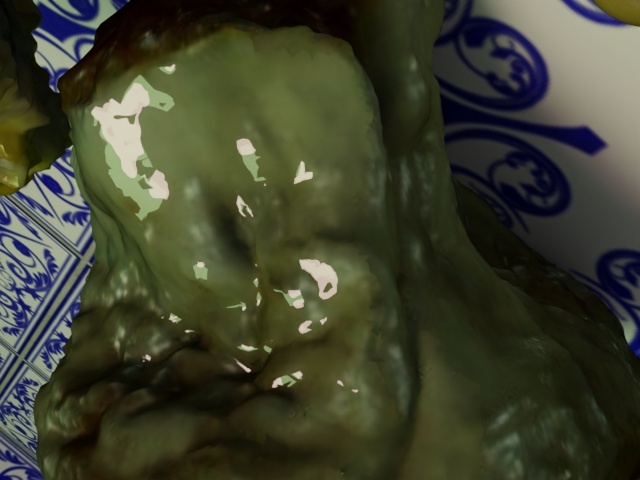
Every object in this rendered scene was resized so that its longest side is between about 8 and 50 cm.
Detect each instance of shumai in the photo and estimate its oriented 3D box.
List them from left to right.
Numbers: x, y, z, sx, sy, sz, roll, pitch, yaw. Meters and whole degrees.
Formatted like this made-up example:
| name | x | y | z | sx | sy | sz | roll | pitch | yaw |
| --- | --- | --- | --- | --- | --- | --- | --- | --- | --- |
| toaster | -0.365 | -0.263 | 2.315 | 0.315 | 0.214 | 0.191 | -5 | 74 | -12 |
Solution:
| name | x | y | z | sx | sy | sz | roll | pitch | yaw |
| --- | --- | --- | --- | --- | --- | --- | --- | --- | --- |
| shumai | 0.000 | 0.000 | 0.663 | 0.324 | 0.397 | 0.323 | -6 | 101 | 29 |

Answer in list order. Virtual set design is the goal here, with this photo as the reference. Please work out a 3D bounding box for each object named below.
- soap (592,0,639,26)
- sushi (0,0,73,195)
| name | x | y | z | sx | sy | sz | roll | pitch | yaw |
| --- | --- | --- | --- | --- | --- | --- | --- | --- | --- |
| soap | 0.137 | -0.146 | 0.501 | 0.089 | 0.045 | 0.140 | 9 | 141 | 49 |
| sushi | -0.305 | -0.182 | 0.628 | 0.351 | 0.240 | 0.396 | 72 | 173 | -73 |
